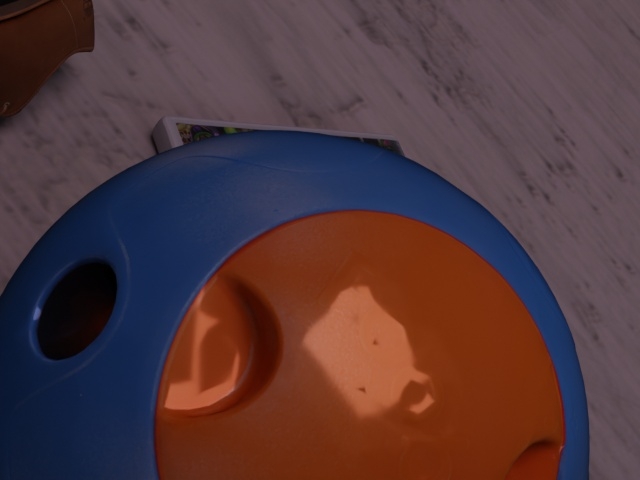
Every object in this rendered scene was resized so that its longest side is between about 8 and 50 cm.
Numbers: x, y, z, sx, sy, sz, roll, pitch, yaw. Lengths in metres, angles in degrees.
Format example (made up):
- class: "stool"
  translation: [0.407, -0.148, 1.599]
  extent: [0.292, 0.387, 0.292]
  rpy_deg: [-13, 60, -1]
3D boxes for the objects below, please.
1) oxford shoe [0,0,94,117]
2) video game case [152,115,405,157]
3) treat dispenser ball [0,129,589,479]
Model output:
- class: "oxford shoe"
  translation: [-0.204, -0.097, 1.039]
  extent: [0.212, 0.076, 0.076]
  rpy_deg: [-34, 119, -39]
- class: "video game case"
  translation: [0.000, 0.000, 1.148]
  extent: [0.190, 0.022, 0.173]
  rpy_deg: [2, 54, -37]
- class: "treat dispenser ball"
  translation: [-0.020, 0.092, 0.844]
  extent: [0.288, 0.288, 0.288]
  rpy_deg: [22, 44, -23]
